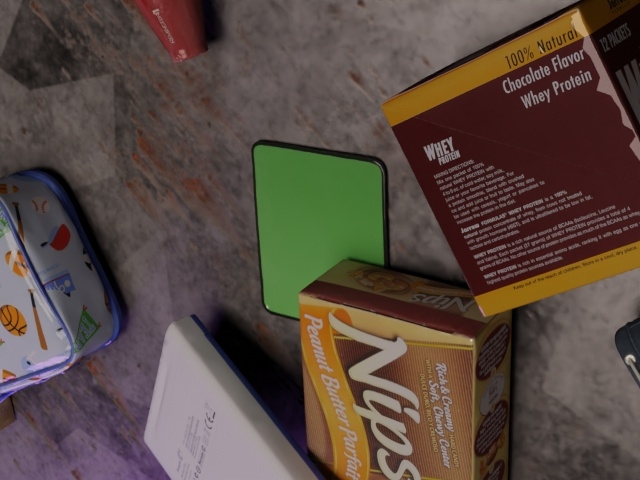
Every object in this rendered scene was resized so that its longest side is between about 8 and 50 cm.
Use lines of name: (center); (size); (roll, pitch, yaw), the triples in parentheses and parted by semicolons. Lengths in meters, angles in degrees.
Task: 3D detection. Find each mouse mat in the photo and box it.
mouse mat: (0.000, 0.000, 1.274); (0.152, 0.007, 0.190); (12, 118, 30)

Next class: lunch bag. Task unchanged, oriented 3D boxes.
lunch bag: (-0.378, 0.065, 1.497); (0.303, 0.115, 0.243); (-19, 101, 38)

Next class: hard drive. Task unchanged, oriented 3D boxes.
hard drive: (-0.071, 0.256, 1.341); (0.319, 0.040, 0.210); (48, 141, 29)

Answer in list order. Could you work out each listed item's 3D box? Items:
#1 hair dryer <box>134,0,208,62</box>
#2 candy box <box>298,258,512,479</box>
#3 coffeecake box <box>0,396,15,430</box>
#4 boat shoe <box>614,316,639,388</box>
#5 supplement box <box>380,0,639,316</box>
hair dryer: (-0.109, -0.293, 1.169); (0.223, 0.080, 0.294); (31, 125, 19)
candy box: (0.082, 0.191, 1.248); (0.183, 0.087, 0.317); (13, 119, 29)
coffeecake box: (-0.500, 0.214, 1.625); (0.185, 0.142, 0.068); (5, 113, 33)
boat shoe: (0.328, 0.171, 1.070); (0.079, 0.095, 0.254); (-33, 89, 38)
supplement box: (0.189, -0.073, 1.032); (0.191, 0.129, 0.194); (-23, 97, 39)
